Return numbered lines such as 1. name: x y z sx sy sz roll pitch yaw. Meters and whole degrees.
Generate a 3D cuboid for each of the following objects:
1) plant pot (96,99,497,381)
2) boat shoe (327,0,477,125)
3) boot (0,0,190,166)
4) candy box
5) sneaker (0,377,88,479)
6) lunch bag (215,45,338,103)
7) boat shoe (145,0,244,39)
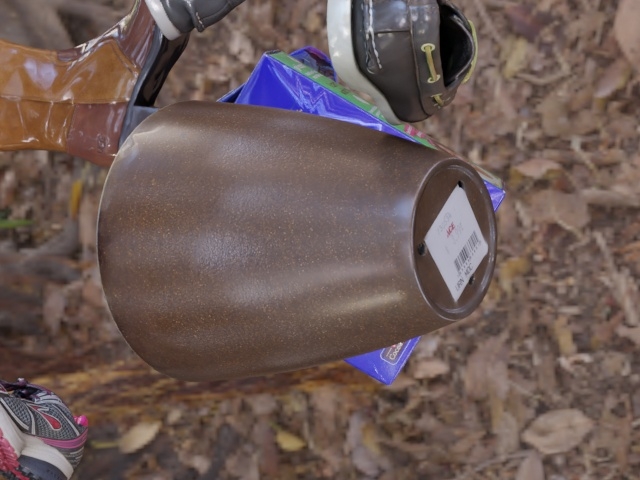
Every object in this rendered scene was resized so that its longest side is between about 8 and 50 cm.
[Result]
1. plant pot: 0.000 0.000 0.872 0.230 0.215 0.215 0 89 38
2. boat shoe: 0.068 -0.122 0.813 0.068 0.228 0.081 -2 88 18
3. boot: -0.297 -0.219 1.422 0.280 0.096 0.264 7 98 12
4. candy box: 0.013 -0.030 1.441 0.268 0.317 0.122 -59 0 10
5. sneaker: -0.381 0.213 1.503 0.121 0.299 0.112 13 65 20
6. lunch bag: -0.127 -0.087 1.890 0.328 0.239 0.385 -23 45 61
7. boat shoe: -0.169 -0.357 1.162 0.112 0.095 0.335 -87 -27 -82
